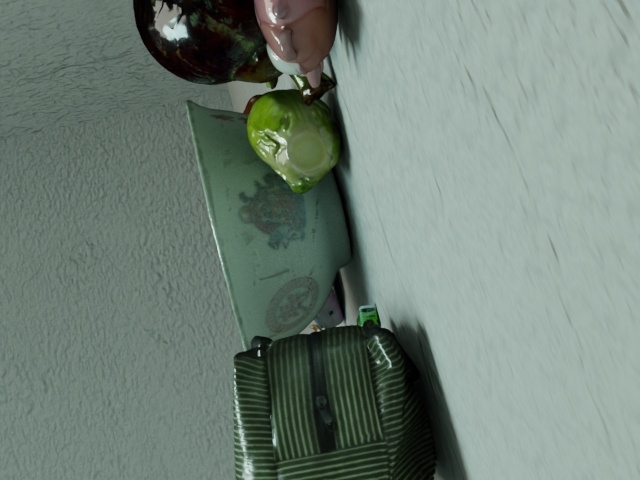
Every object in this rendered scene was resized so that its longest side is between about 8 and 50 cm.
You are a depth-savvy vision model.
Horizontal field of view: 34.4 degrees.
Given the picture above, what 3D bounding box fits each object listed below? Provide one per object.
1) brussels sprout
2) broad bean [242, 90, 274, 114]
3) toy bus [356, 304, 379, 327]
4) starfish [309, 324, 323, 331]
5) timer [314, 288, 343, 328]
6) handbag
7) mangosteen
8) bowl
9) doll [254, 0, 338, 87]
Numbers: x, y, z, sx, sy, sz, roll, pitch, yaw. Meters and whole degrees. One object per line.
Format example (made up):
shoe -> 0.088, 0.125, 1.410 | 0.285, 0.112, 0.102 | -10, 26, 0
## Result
brussels sprout -> -0.033, -0.146, 1.428 | 0.155, 0.117, 0.155 | 46, 179, 1
broad bean -> -0.079, -0.153, 1.862 | 0.156, 0.122, 0.228 | -128, 29, -67
toy bus -> 0.068, 0.123, 1.521 | 0.083, 0.031, 0.037 | 95, 168, -72
starfish -> 0.037, 0.246, 1.874 | 0.213, 0.057, 0.238 | 63, 178, -25
timer -> -0.026, 0.061, 1.945 | 0.208, 0.069, 0.191 | 62, 177, 29
handbag -> 0.008, 0.225, 1.258 | 0.341, 0.247, 0.240 | 60, -163, -88
mangosteen -> -0.104, -0.282, 1.340 | 0.289, 0.231, 0.231 | 46, -172, -25
bowl -> -0.066, -0.028, 1.621 | 0.435, 0.196, 0.435 | 167, 90, -86
doll -> -0.029, -0.283, 1.161 | 0.211, 0.093, 0.262 | 65, -163, -48
